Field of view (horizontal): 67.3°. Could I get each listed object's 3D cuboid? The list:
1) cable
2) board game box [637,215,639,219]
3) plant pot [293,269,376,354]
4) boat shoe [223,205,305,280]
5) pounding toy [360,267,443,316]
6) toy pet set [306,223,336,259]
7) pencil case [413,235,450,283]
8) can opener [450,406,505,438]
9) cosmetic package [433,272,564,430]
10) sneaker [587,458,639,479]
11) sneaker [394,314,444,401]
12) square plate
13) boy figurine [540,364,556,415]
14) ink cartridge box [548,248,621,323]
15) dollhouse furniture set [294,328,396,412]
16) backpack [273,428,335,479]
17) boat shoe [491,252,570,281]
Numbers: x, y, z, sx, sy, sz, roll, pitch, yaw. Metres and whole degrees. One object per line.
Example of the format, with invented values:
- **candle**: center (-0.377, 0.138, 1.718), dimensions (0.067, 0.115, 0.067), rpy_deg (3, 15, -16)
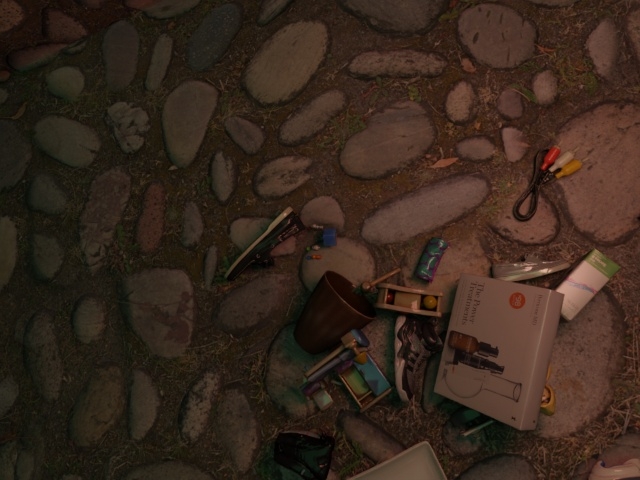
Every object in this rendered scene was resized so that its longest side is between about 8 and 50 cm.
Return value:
- **cable**: center (0.710, -0.201, 1.551), dimensions (0.287, 0.072, 0.139), rpy_deg (-46, 67, 0)
- **board game box**: center (1.110, -0.083, 1.441), dimensions (0.194, 0.060, 0.194), rpy_deg (42, 90, 18)
- **plant pot**: center (0.025, 0.253, 1.551), dimensions (0.215, 0.215, 0.230), rpy_deg (45, 104, 18)
- **boat shoe**: center (-0.189, 0.037, 1.679), dimensions (0.113, 0.127, 0.340), rpy_deg (44, 87, -5)
- **pounding toy**: center (0.254, 0.154, 1.531), dimensions (0.270, 0.154, 0.154), rpy_deg (6, 79, 14)
- **toy pet set**: center (0.000, 0.000, 1.669), dimensions (0.114, 0.065, 0.122), rpy_deg (-2, 78, 12)
- **pencil case**: center (0.366, 0.062, 1.573), dimensions (0.070, 0.064, 0.151), rpy_deg (23, 83, 42)
- **can opener**: center (0.528, 0.508, 1.432), dimensions (0.281, 0.074, 0.093), rpy_deg (-26, 73, 6)
- **cosmetic package**: center (0.501, 0.301, 1.376), dimensions (0.285, 0.098, 0.376), rpy_deg (10, 85, 49)
- **sneaker**: center (0.870, 0.692, 1.245), dimensions (0.323, 0.130, 0.236), rpy_deg (2, 53, 32)
- **sneaker**: center (0.310, 0.366, 1.497), dimensions (0.153, 0.101, 0.268), rpy_deg (-2, 75, 15)
- **square plate**: center (0.253, 0.833, 1.434), dimensions (0.344, 0.049, 0.347), rpy_deg (-29, 73, 5)
- **boy figurine**: center (0.583, 0.372, 1.401), dimensions (0.177, 0.092, 0.285), rpy_deg (-24, 52, 13)
- **ink cartridge box**: center (0.753, 0.140, 1.421), dimensions (0.093, 0.154, 0.212), rpy_deg (41, 89, 18)
- **dollhouse furniture set**: center (0.063, 0.431, 1.435), dimensions (0.286, 0.303, 0.198), rpy_deg (-38, 72, 2)
- **backpack**: center (-0.056, 0.666, 1.508), dimensions (0.182, 0.115, 0.151), rpy_deg (9, 68, 15)
- **boat shoe**: center (0.649, 0.078, 1.498), dimensions (0.228, 0.079, 0.081), rpy_deg (-13, 79, 13)
